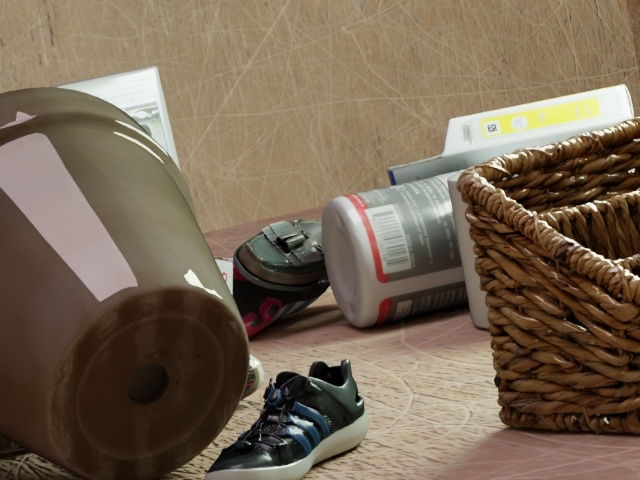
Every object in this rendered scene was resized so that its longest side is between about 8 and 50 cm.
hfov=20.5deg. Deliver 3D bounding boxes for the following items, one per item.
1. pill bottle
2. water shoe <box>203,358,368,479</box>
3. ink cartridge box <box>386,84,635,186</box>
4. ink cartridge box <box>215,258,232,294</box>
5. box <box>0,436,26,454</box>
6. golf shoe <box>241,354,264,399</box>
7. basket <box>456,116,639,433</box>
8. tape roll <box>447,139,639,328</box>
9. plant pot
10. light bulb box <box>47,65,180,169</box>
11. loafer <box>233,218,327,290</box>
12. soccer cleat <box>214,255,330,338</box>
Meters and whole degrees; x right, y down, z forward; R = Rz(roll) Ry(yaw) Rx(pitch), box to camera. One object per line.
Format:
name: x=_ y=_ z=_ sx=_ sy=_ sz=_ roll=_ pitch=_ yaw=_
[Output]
pill bottle: x=0.158 y=0.000 z=2.138 sx=0.283 sy=0.161 sz=0.161 roll=-12 pitch=6 yaw=-16
water shoe: x=-0.034 y=0.148 z=1.424 sx=0.073 sy=0.080 sz=0.203 roll=-8 pitch=6 yaw=30
ink cartridge box: x=0.256 y=-0.067 z=2.293 sx=0.307 sy=0.072 sz=0.304 roll=-8 pitch=-31 yaw=7
ink cartridge box: x=-0.198 y=0.080 z=1.962 sx=0.127 sy=0.128 sz=0.176 roll=-6 pitch=-11 yaw=38
box: x=-0.296 y=0.179 z=1.835 sx=0.114 sy=0.036 sz=0.207 roll=-10 pitch=6 yaw=10
golf shoe: x=-0.115 y=0.131 z=1.814 sx=0.086 sy=0.068 sz=0.186 roll=-12 pitch=5 yaw=-43
basket: x=0.289 y=0.014 z=1.440 sx=0.299 sy=0.223 sz=0.213 roll=-14 pitch=6 yaw=-39
tape roll: x=0.273 y=-0.008 z=1.961 sx=0.246 sy=0.169 sz=0.246 roll=-11 pitch=6 yaw=1
plant pot: x=-0.211 y=0.066 z=1.552 sx=0.323 sy=0.323 sz=0.280 roll=-14 pitch=32 yaw=-28
light bulb box: x=-0.358 y=-0.049 z=2.599 sx=0.225 sy=0.361 sz=0.358 roll=-15 pitch=7 yaw=-25
loafer: x=0.000 y=0.000 z=2.232 sx=0.267 sy=0.096 sz=0.084 roll=-6 pitch=-43 yaw=-50
soccer cleat: x=-0.114 y=0.078 z=2.258 sx=0.143 sy=0.116 sz=0.331 roll=-27 pitch=-7 yaw=37
